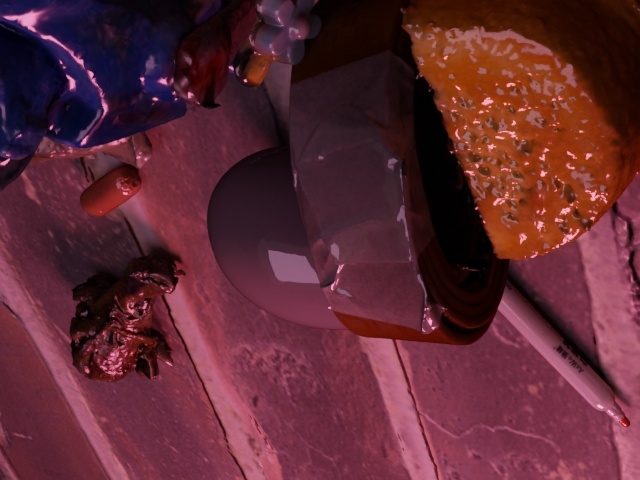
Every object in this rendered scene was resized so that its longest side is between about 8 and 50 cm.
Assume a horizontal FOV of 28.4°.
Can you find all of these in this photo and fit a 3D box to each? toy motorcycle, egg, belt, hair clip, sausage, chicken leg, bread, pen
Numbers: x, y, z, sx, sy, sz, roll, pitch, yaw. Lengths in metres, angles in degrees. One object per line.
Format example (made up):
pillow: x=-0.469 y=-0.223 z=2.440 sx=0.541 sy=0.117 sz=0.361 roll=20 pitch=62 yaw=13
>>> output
toy motorcycle: x=-0.160 y=-0.180 z=0.863 sx=0.182 sy=0.319 sz=0.241 roll=-7 pitch=107 yaw=34
egg: x=0.000 y=0.000 z=1.053 sx=0.198 sy=0.146 sz=0.146 roll=23 pitch=140 yaw=4
belt: x=0.061 y=-0.055 z=0.907 sx=0.105 sy=0.184 sz=0.261 roll=1 pitch=96 yaw=35
hair clip: x=0.000 y=-0.201 z=0.843 sx=0.056 sy=0.214 sz=0.062 roll=17 pitch=179 yaw=38
sausage: x=-0.208 y=-0.049 z=1.253 sx=0.034 sy=0.034 sz=0.083 roll=48 pitch=139 yaw=-13
chicken leg: x=-0.211 y=0.077 z=1.356 sx=0.125 sy=0.080 sz=0.196 roll=19 pitch=131 yaw=7
bread: x=0.153 y=-0.096 z=0.844 sx=0.139 sy=0.143 sz=0.229 roll=2 pitch=131 yaw=38
pen: x=0.194 y=0.086 z=1.086 sx=0.218 sy=0.026 sz=0.026 roll=46 pitch=141 yaw=-10

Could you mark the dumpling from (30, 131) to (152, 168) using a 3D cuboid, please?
dumpling: x=-0.314 y=-0.160 z=1.189 sx=0.332 sy=0.086 sz=0.166 roll=47 pitch=138 yaw=-5
